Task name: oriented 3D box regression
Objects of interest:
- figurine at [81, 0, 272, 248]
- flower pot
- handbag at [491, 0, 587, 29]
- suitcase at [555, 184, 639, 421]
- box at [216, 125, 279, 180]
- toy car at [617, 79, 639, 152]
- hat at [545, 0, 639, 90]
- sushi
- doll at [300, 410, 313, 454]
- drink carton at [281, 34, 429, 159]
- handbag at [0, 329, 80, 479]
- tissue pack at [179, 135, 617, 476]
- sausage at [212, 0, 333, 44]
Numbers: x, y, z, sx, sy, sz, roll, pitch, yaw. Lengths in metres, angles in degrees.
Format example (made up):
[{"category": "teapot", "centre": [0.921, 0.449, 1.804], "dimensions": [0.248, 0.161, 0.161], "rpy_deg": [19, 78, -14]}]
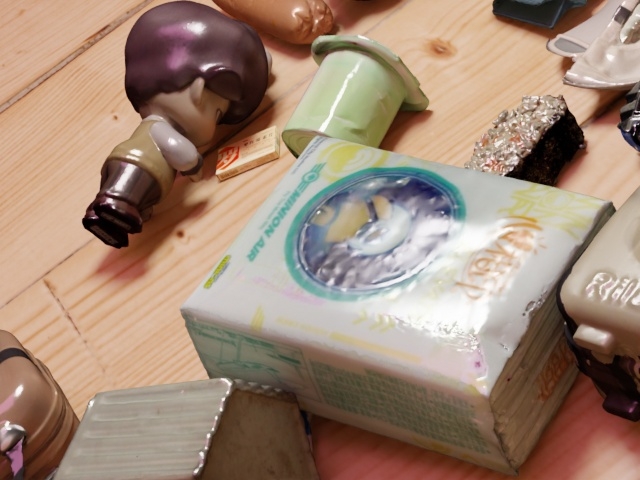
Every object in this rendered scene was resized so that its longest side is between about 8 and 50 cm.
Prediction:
[{"category": "figurine", "centre": [-0.186, -0.160, 2.268], "dimensions": [0.206, 0.218, 0.365], "rpy_deg": [13, 66, -5]}, {"category": "flower pot", "centre": [-0.131, 0.256, 1.687], "dimensions": [0.189, 0.209, 0.239], "rpy_deg": [-8, 42, 32]}, {"category": "handbag", "centre": [0.330, -0.375, 2.185], "dimensions": [0.229, 0.062, 0.179], "rpy_deg": [-42, 31, -12]}, {"category": "suitcase", "centre": [0.423, 0.025, 1.536], "dimensions": [0.339, 0.194, 0.351], "rpy_deg": [-47, 37, -21]}, {"category": "box", "centre": [-0.099, -0.119, 2.275], "dimensions": [0.093, 0.015, 0.058], "rpy_deg": [-21, 38, 17]}, {"category": "toy car", "centre": [0.437, -0.142, 1.836], "dimensions": [0.216, 0.063, 0.103], "rpy_deg": [-2, 46, 29]}, {"category": "hat", "centre": [0.385, -0.265, 2.011], "dimensions": [0.219, 0.164, 0.226], "rpy_deg": [-57, -7, 11]}, {"category": "sushi", "centre": [0.236, -0.103, 1.935], "dimensions": [0.150, 0.078, 0.090], "rpy_deg": [-46, 37, -16]}, {"category": "doll", "centre": [-0.027, 0.155, 1.859], "dimensions": [0.114, 0.057, 0.227], "rpy_deg": [-11, 43, 35]}, {"category": "drink carton", "centre": [0.031, -0.164, 2.125], "dimensions": [0.146, 0.144, 0.142], "rpy_deg": [7, 57, 43]}, {"category": "handbag", "centre": [-0.419, 0.270, 1.958], "dimensions": [0.302, 0.149, 0.283], "rpy_deg": [-39, 37, -11]}, {"category": "tissue pack", "centre": [0.089, 0.058, 1.743], "dimensions": [0.388, 0.162, 0.287], "rpy_deg": [14, 55, 34]}, {"category": "sausage", "centre": [-0.079, -0.355, 2.478], "dimensions": [0.086, 0.086, 0.289], "rpy_deg": [-42, 35, -12]}]
